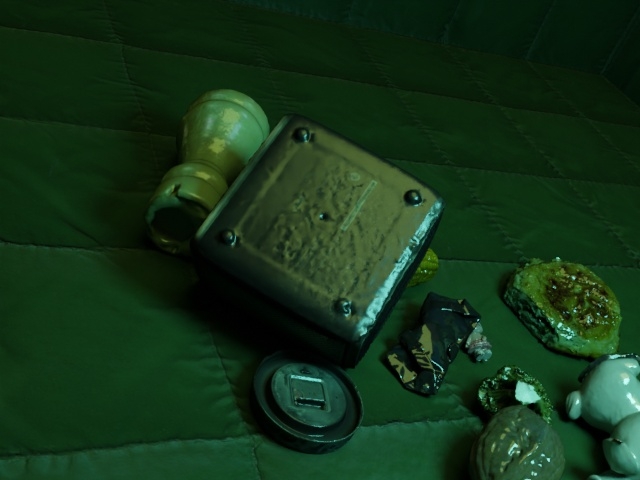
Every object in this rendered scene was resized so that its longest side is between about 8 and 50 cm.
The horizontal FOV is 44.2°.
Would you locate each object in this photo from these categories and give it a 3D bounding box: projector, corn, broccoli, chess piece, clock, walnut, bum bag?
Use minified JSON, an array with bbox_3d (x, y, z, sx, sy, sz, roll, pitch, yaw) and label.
[{"bbox_3d":[0.000,0.000,1.638,0.405,0.242,0.395,30,68,10],"label":"projector"},{"bbox_3d":[0.143,0.075,1.874,0.363,0.120,0.120,-9,45,-44],"label":"corn"},{"bbox_3d":[0.416,0.341,1.663,0.146,0.138,0.162,-35,74,-16],"label":"broccoli"},{"bbox_3d":[-0.271,-0.163,1.855,0.234,0.234,0.442,20,37,-5],"label":"chess piece"},{"bbox_3d":[-0.028,0.308,1.514,0.226,0.049,0.226,17,33,-11],"label":"clock"},{"bbox_3d":[0.370,0.421,1.499,0.178,0.178,0.230,37,42,19],"label":"walnut"},{"bbox_3d":[0.254,0.219,1.766,0.137,0.074,0.310,34,44,10],"label":"bum bag"}]

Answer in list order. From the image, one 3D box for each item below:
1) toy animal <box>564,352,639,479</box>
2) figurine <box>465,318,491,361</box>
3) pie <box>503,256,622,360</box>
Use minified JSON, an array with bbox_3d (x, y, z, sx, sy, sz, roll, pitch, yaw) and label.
[{"bbox_3d":[0.658,0.407,1.680,0.247,0.183,0.310,11,41,-10],"label":"toy animal"},{"bbox_3d":[0.354,0.229,1.850,0.072,0.054,0.129,-4,48,-13],"label":"figurine"},{"bbox_3d":[0.640,0.165,2.059,0.288,0.103,0.355,-9,47,-30],"label":"pie"}]
